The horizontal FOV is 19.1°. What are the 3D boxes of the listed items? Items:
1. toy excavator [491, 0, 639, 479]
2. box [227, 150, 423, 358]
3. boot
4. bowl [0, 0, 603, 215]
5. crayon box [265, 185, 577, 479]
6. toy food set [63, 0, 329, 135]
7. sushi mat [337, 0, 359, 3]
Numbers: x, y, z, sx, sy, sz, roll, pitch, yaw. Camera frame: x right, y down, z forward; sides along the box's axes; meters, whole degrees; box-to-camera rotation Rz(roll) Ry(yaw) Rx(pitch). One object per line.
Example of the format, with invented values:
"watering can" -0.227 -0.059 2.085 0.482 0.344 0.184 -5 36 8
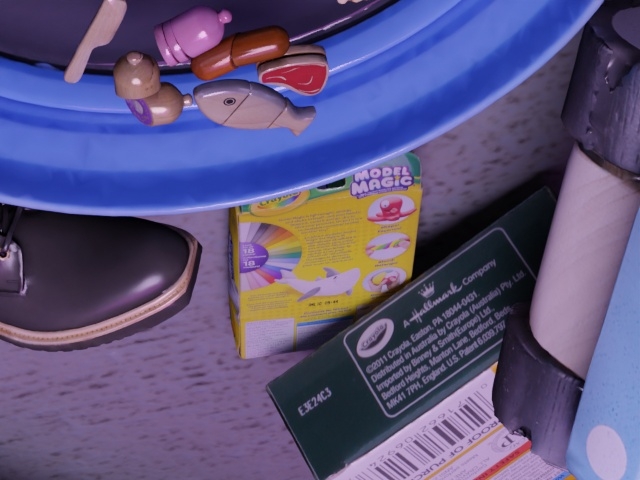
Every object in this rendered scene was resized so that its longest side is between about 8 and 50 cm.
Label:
"toy excavator" 0.247 0.081 0.819 0.433 0.445 0.222 -10 124 -35
"box" 0.000 0.000 1.078 0.105 0.043 0.179 -8 149 -8
"boot" -0.170 -0.012 0.940 0.198 0.077 0.137 -2 144 16
"bowl" -0.051 -0.155 0.802 0.391 0.077 0.391 -9 147 -6
"crayon box" 0.128 0.113 1.200 0.203 0.083 0.323 -36 146 7
"toy food set" -0.046 -0.073 0.836 0.122 0.019 0.078 7 142 -27
"sushi mat" 0.073 -0.207 0.681 0.151 0.019 0.316 -10 145 -4
